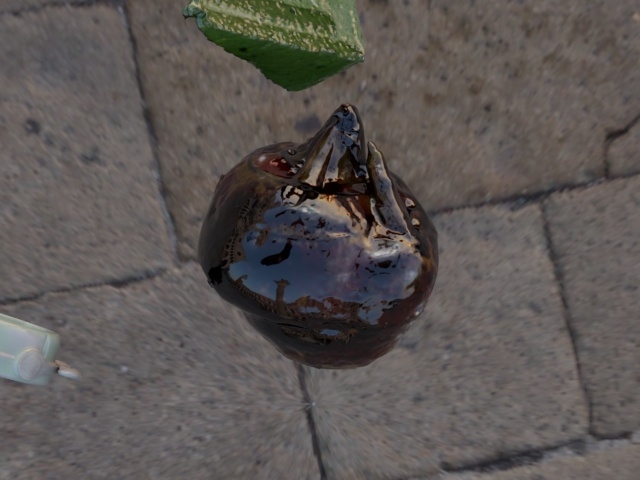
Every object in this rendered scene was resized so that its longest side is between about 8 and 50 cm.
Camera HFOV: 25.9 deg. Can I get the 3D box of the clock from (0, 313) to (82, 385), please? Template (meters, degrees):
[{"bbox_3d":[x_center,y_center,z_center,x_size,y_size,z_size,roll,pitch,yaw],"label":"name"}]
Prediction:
[{"bbox_3d":[-0.359,0.114,1.551,0.191,0.151,0.062,20,85,-20],"label":"clock"}]

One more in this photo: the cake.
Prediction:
[{"bbox_3d":[-0.044,-0.233,1.397,0.099,0.235,0.100,-18,72,22],"label":"cake"}]

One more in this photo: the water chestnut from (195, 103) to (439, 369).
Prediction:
[{"bbox_3d":[0.000,0.000,1.545,0.244,0.289,0.289,-40,85,0],"label":"water chestnut"}]
